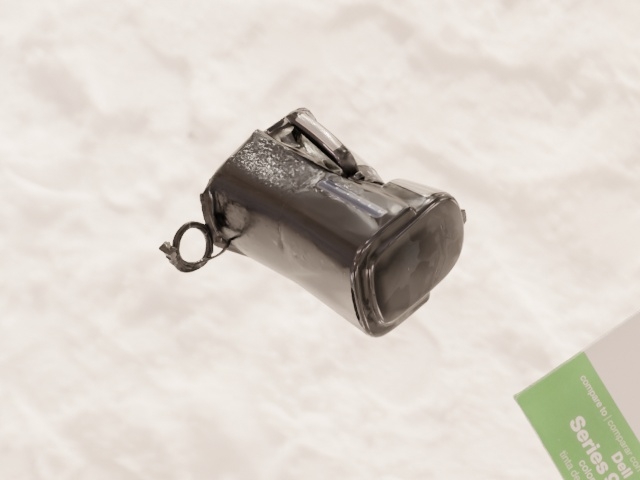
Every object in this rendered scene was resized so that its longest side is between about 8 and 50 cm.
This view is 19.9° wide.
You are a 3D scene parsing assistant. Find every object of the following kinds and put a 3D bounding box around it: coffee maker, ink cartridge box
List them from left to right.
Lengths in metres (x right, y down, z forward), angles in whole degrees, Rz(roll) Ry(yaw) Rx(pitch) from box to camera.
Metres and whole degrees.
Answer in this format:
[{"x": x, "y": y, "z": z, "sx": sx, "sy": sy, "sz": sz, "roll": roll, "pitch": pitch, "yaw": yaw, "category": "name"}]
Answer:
[{"x": 0.000, "y": 0.000, "z": 1.455, "sx": 0.178, "sy": 0.120, "sz": 0.171, "roll": 32, "pitch": 82, "yaw": 39, "category": "coffee maker"}, {"x": 0.238, "y": 0.077, "z": 1.017, "sx": 0.212, "sy": 0.154, "sz": 0.093, "roll": -38, "pitch": 59, "yaw": 13, "category": "ink cartridge box"}]
